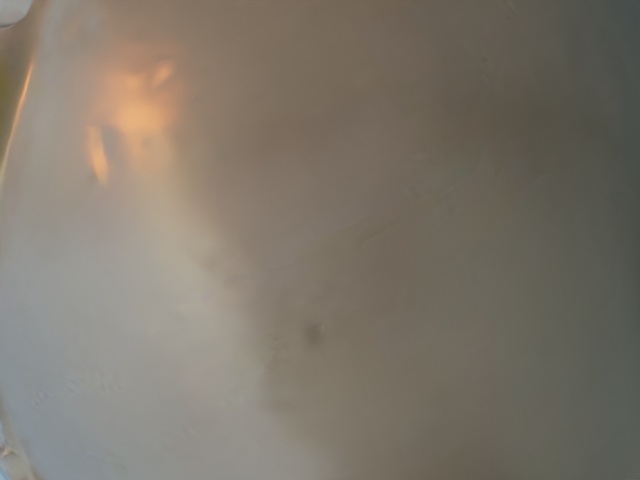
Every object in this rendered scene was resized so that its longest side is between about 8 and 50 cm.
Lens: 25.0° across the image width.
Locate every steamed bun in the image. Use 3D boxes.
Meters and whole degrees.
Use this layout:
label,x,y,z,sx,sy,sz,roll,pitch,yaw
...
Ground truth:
label,x,y,z,sx,sy,sz,roll,pitch,yaw
steamed bun,0.004,0.001,0.588,0.334,0.333,0.374,-78,-28,-58
